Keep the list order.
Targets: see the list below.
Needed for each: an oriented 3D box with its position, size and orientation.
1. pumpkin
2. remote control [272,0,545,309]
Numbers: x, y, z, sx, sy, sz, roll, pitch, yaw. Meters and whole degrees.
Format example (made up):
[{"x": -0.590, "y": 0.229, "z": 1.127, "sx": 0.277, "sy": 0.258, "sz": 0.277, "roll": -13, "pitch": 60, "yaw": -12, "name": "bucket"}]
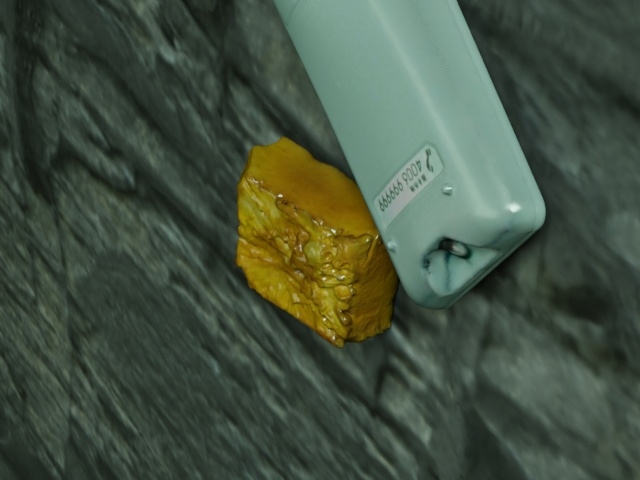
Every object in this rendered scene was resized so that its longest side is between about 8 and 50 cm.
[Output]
[{"x": 0.000, "y": 0.000, "z": 0.894, "sx": 0.083, "sy": 0.054, "sz": 0.074, "roll": 32, "pitch": 138, "yaw": 24, "name": "pumpkin"}, {"x": 0.006, "y": -0.115, "z": 0.826, "sx": 0.293, "sy": 0.051, "sz": 0.103, "roll": 66, "pitch": 151, "yaw": 15, "name": "remote control"}]
